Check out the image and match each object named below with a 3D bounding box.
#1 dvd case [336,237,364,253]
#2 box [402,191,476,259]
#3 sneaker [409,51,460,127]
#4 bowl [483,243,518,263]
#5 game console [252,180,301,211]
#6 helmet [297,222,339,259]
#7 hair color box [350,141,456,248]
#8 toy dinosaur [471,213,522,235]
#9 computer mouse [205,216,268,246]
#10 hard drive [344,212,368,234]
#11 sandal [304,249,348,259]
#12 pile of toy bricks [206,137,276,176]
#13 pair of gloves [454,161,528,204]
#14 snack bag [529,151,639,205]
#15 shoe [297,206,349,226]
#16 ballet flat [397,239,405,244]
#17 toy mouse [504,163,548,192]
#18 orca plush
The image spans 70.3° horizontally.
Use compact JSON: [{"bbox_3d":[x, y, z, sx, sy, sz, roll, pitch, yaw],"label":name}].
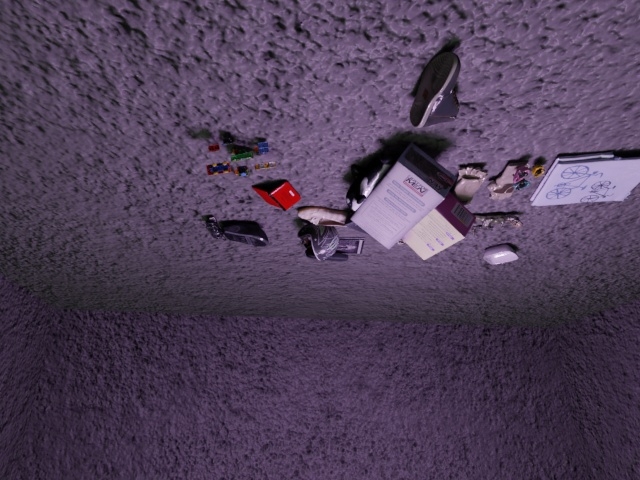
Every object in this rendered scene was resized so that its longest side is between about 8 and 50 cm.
[{"bbox_3d":[0.095,0.025,2.175,0.221,0.018,0.164,1,156,0],"label":"dvd case"},{"bbox_3d":[0.404,-0.074,1.688,0.213,0.117,0.243,43,147,-3],"label":"box"},{"bbox_3d":[0.319,-0.386,1.159,0.118,0.083,0.222,-12,155,-21],"label":"sneaker"},{"bbox_3d":[0.877,0.063,2.216,0.142,0.053,0.142,-17,152,36],"label":"bowl"},{"bbox_3d":[-0.162,-0.179,1.705,0.124,0.085,0.144,-36,151,4],"label":"game console"},{"bbox_3d":[0.000,0.000,1.918,0.161,0.170,0.169,9,167,41],"label":"helmet"},{"bbox_3d":[0.267,-0.137,1.540,0.185,0.114,0.374,38,148,0],"label":"hair color box"},{"bbox_3d":[0.690,-0.073,1.895,0.268,0.064,0.118,2,150,2],"label":"toy dinosaur"},{"bbox_3d":[-0.350,-0.043,1.969,0.272,0.072,0.188,13,159,2],"label":"computer mouse"},{"bbox_3d":[0.233,-0.076,1.868,0.172,0.054,0.254,-19,157,37],"label":"hard drive"},{"bbox_3d":[0.024,0.062,2.192,0.254,0.055,0.097,9,164,-41],"label":"sandal"},{"bbox_3d":[-0.256,-0.261,1.431,0.212,0.118,0.105,-11,-171,-16],"label":"pile of toy bricks"},{"bbox_3d":[0.589,-0.203,1.600,0.240,0.042,0.204,-8,150,4],"label":"pair of gloves"},{"bbox_3d":[0.953,-0.212,1.591,0.342,0.037,0.323,-3,157,8],"label":"snack bag"},{"bbox_3d":[0.015,-0.094,1.845,0.219,0.058,0.076,5,157,-10],"label":"shoe"},{"bbox_3d":[0.350,-0.005,2.077,0.114,0.041,0.041,16,152,-33],"label":"ballet flat"},{"bbox_3d":[0.675,-0.212,1.524,0.143,0.031,0.161,-36,148,21],"label":"toy mouse"},{"bbox_3d":[0.141,-0.211,1.520,0.102,0.151,0.287,35,155,-2],"label":"orca plush"}]
